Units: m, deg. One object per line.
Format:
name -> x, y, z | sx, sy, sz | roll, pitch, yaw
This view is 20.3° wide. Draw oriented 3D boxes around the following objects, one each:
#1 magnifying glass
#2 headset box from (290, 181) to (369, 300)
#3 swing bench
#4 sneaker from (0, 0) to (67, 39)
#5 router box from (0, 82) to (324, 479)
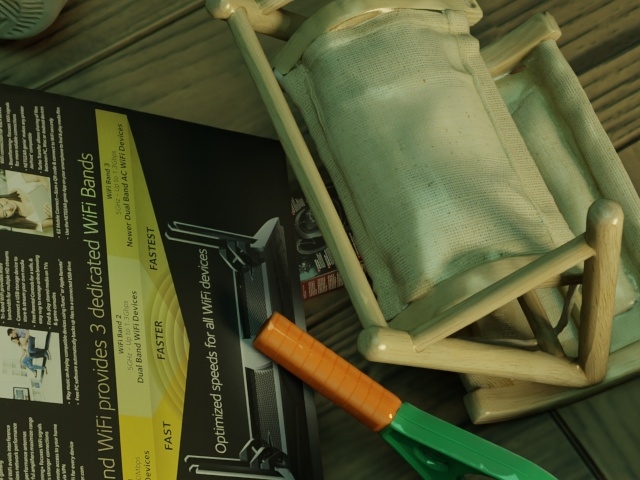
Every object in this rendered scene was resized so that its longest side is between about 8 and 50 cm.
magnifying glass -> 0.061, 0.116, 1.042 | 0.231, 0.092, 0.026 | 34, 64, -4
headset box -> 0.000, 0.000, 1.156 | 0.083, 0.032, 0.062 | -20, 65, -7
swing bench -> 0.090, -0.042, 1.072 | 0.165, 0.255, 0.253 | -29, 64, 12
sneaker -> -0.326, -0.249, 1.243 | 0.350, 0.131, 0.148 | 16, 59, 3
router box -> -0.124, 0.071, 1.030 | 0.243, 0.081, 0.309 | 11, 60, -33
